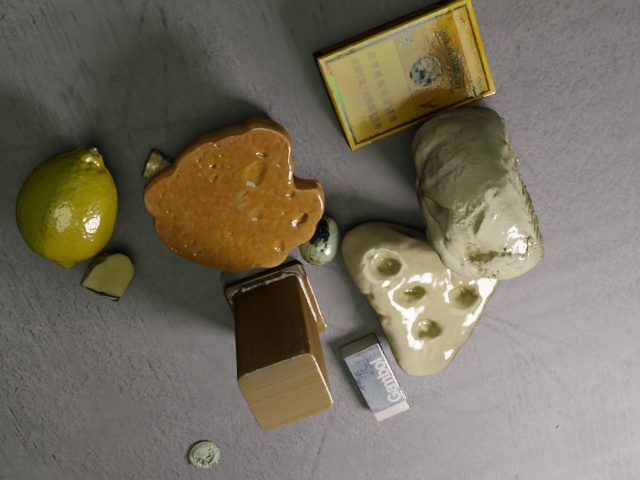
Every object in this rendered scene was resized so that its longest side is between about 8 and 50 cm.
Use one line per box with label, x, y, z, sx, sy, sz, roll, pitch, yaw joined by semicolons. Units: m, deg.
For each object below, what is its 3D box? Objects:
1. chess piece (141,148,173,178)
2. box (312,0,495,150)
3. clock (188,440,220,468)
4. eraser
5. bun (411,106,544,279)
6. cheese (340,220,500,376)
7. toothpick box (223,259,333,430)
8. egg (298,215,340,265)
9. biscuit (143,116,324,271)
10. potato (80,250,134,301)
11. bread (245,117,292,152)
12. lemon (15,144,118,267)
chess piece;-0.265;-0.122;1.343;0.172;0.060;0.060;22;109;-18
box;0.160;-0.319;1.290;0.302;0.084;0.192;-22;115;3
clock;-0.281;0.521;1.643;0.074;0.010;0.083;16;110;-13
eraser;0.131;0.324;1.587;0.092;0.046;0.212;-25;114;4
bun;0.286;-0.078;1.282;0.211;0.359;0.359;-18;115;17
cheese;0.187;0.138;1.467;0.351;0.129;0.328;10;111;-12
toothpick box;-0.082;0.212;1.372;0.188;0.308;0.190;-19;116;1
egg;0.000;0.000;1.408;0.085;0.085;0.110;19;114;-15
biscuit;-0.157;-0.075;1.314;0.312;0.057;0.351;37;118;-26
potato;-0.434;0.060;1.395;0.103;0.066;0.096;-50;134;5
bread;-0.123;-0.169;1.330;0.139;0.071;0.130;-33;118;8
lemon;-0.474;-0.065;1.270;0.184;0.184;0.248;14;106;-13
